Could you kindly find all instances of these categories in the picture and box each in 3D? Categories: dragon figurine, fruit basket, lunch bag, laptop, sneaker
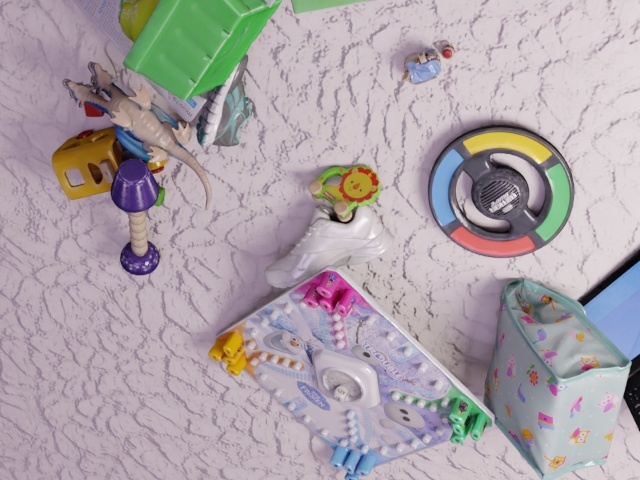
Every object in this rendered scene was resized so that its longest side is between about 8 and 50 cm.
[{"bbox_3d":[-0.272,-0.174,1.613,0.289,0.144,0.085,41,84,-20],"label":"dragon figurine"},{"bbox_3d":[-0.232,-0.401,1.508,0.353,0.165,0.327,50,130,11],"label":"fruit basket"},{"bbox_3d":[0.361,0.214,1.658,0.160,0.262,0.223,-9,123,-17],"label":"lunch bag"},{"bbox_3d":[0.534,0.187,1.628,0.136,0.264,0.234,18,130,-33],"label":"laptop"},{"bbox_3d":[0.000,0.000,1.713,0.232,0.090,0.115,-24,104,14],"label":"sneaker"},{"bbox_3d":[-0.141,-0.223,1.638,0.076,0.065,0.166,11,114,-29],"label":"sneaker"}]

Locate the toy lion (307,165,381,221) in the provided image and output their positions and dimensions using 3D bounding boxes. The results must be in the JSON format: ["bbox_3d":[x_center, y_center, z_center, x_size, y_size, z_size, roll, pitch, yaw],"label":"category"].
[{"bbox_3d":[0.044,-0.086,1.657,0.100,0.096,0.034,39,169,29],"label":"toy lion"}]

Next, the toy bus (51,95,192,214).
[{"bbox_3d":[-0.341,-0.132,1.700,0.191,0.104,0.202,28,121,-3],"label":"toy bus"}]

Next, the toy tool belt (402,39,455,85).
[{"bbox_3d":[0.162,-0.263,1.541,0.083,0.051,0.052,-22,111,23],"label":"toy tool belt"}]

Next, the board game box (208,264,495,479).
[{"bbox_3d":[0.039,0.251,1.775,0.390,0.050,0.390,44,139,-11],"label":"board game box"}]

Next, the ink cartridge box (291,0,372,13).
[{"bbox_3d":[0.006,-0.476,1.369,0.121,0.211,0.289,-6,117,14],"label":"ink cartridge box"}]

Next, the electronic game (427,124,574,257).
[{"bbox_3d":[0.284,-0.074,1.618,0.229,0.048,0.229,5,119,10],"label":"electronic game"}]

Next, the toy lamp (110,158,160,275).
[{"bbox_3d":[-0.304,-0.039,1.693,0.080,0.080,0.275,19,148,2],"label":"toy lamp"}]
